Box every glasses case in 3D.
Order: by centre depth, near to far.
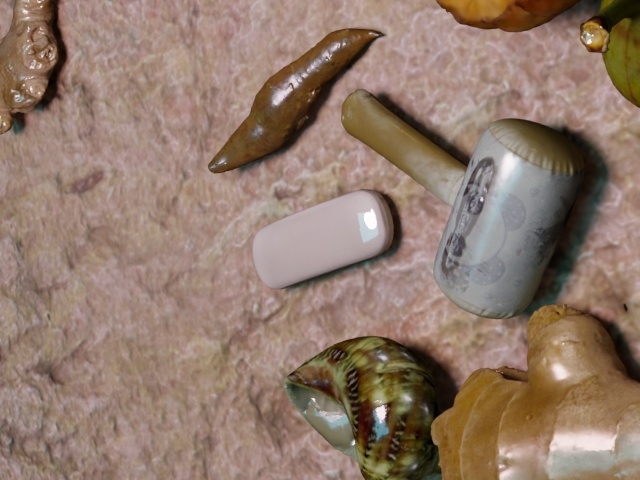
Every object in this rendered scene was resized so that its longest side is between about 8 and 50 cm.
[{"bbox_3d":[0.000,0.000,1.586,0.204,0.051,0.081,-18,84,41],"label":"glasses case"}]

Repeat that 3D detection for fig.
[{"bbox_3d":[0.270,-0.188,1.187,0.151,0.259,0.151,-4,84,42],"label":"fig"}]

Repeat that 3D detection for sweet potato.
[{"bbox_3d":[-0.035,-0.161,1.591,0.274,0.067,0.067,-41,69,32],"label":"sweet potato"}]

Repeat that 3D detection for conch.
[{"bbox_3d":[0.064,0.187,1.515,0.181,0.124,0.187,58,157,7],"label":"conch"}]

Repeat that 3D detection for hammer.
[{"bbox_3d":[0.122,-0.068,1.442,0.305,0.113,0.202,38,116,38],"label":"hammer"}]

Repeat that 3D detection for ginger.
[{"bbox_3d":[0.283,0.180,1.347,0.375,0.166,0.236,-13,49,19],"label":"ginger"},{"bbox_3d":[-0.404,-0.244,1.902,0.213,0.074,0.137,-47,65,28],"label":"ginger"}]

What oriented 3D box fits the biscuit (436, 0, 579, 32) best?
[{"bbox_3d":[0.205,-0.347,1.281,0.325,0.107,0.326,-30,55,56],"label":"biscuit"}]
